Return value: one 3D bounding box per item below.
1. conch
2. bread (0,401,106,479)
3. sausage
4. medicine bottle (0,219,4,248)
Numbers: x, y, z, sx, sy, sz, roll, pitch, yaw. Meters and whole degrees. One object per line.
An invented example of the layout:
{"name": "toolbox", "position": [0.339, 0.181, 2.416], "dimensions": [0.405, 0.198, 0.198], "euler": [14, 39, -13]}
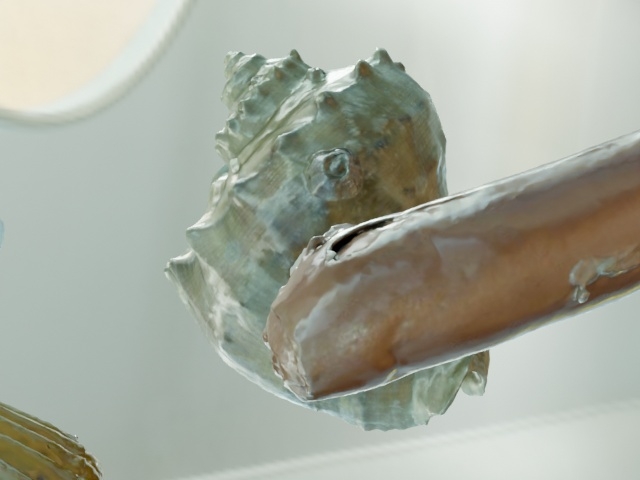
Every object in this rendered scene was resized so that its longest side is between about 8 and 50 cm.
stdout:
{"name": "conch", "position": [-0.006, -0.004, 1.309], "dimensions": [0.186, 0.263, 0.324], "euler": [22, -147, -56]}
{"name": "bread", "position": [-0.283, 0.207, 1.195], "dimensions": [0.149, 0.274, 0.274], "euler": [58, -139, -15]}
{"name": "sausage", "position": [0.164, -0.016, 0.954], "dimensions": [0.094, 0.419, 0.094], "euler": [-174, 63, -82]}
{"name": "medicine bottle", "position": [-0.371, -0.026, 1.404], "dimensions": [0.090, 0.216, 0.090], "euler": [22, -90, -83]}
